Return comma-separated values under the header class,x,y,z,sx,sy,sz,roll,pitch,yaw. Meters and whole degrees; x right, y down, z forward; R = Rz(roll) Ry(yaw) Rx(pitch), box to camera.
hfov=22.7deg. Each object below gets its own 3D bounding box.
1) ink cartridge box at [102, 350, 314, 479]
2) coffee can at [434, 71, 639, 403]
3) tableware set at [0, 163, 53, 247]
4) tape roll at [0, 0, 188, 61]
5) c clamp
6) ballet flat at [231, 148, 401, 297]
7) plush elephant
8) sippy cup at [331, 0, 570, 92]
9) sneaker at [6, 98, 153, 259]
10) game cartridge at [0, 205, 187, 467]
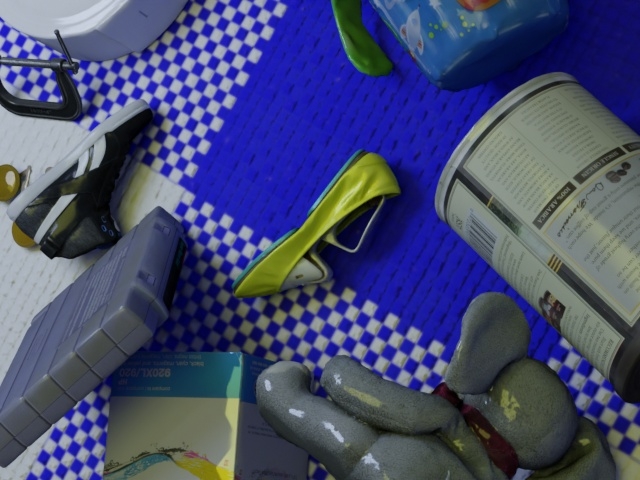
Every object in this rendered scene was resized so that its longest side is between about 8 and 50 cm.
class,x,y,z,sx,sy,sz,roll,pitch,yaw
ink cartridge box,-0.123,0.246,1.725,0.168,0.171,0.233,-1,77,26
coffee can,0.276,-0.006,1.570,0.201,0.201,0.275,-48,63,9
tableware set,-0.369,-0.042,1.996,0.154,0.024,0.104,6,84,26
tape roll,-0.285,-0.370,1.985,0.286,0.100,0.286,-6,76,24
c clamp,-0.357,-0.207,1.979,0.160,0.137,0.022,2,43,31
ballet flat,0.000,0.000,1.781,0.077,0.077,0.231,45,98,10
plush elephant,0.138,0.197,1.584,0.330,0.255,0.272,3,123,58
sippy cup,0.146,-0.290,1.698,0.240,0.305,0.224,-24,79,-11
sneaker,-0.261,-0.062,1.927,0.217,0.079,0.121,-42,91,-7
game cartridge,-0.251,0.094,1.751,0.230,0.355,0.068,-37,104,11
